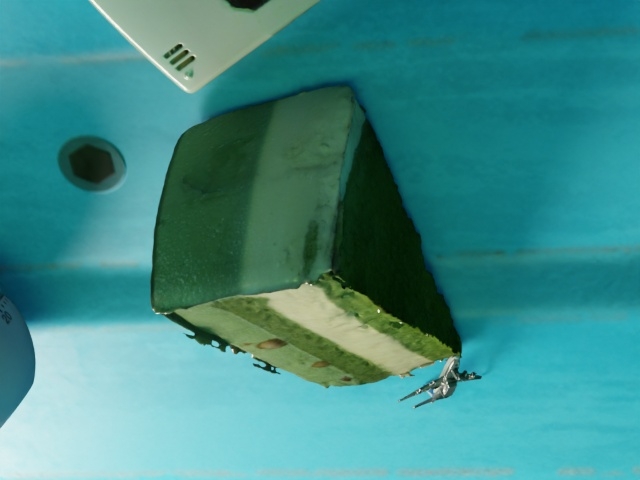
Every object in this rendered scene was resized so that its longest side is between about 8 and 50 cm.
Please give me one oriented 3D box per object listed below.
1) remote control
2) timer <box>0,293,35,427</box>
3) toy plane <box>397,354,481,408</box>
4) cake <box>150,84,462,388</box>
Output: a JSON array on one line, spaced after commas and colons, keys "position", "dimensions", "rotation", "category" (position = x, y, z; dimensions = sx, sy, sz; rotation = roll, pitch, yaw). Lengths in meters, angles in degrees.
[{"position": [-0.015, -0.239, 1.162], "dimensions": [0.344, 0.050, 0.145], "rotation": [-32, 116, 28], "category": "remote control"}, {"position": [-0.334, 0.058, 1.397], "dimensions": [0.175, 0.175, 0.255], "rotation": [-24, 96, 25], "category": "timer"}, {"position": [0.101, 0.116, 1.407], "dimensions": [0.078, 0.024, 0.084], "rotation": [-14, 162, -22], "category": "toy plane"}, {"position": [0.002, 0.004, 1.343], "dimensions": [0.158, 0.172, 0.283], "rotation": [-11, 158, 23], "category": "cake"}]
